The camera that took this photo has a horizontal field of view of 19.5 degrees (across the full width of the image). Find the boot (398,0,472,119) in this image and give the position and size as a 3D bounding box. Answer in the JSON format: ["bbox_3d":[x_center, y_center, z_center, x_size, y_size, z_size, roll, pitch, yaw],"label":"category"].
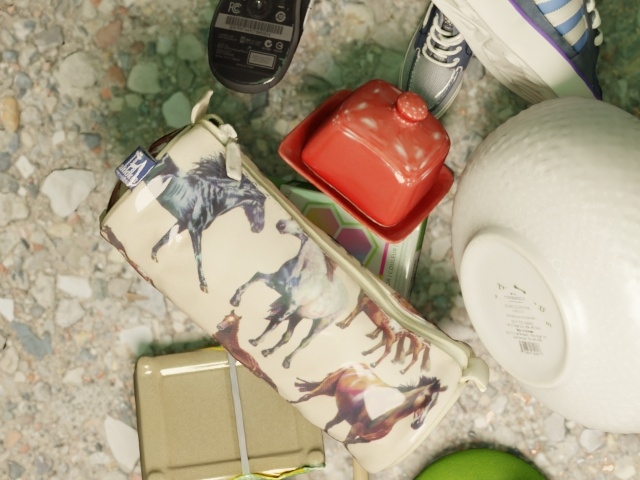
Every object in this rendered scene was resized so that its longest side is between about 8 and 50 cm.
[{"bbox_3d":[0.125,-0.209,1.899,0.069,0.086,0.190,20,98,7],"label":"boot"}]

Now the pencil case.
[{"bbox_3d":[-0.028,0.049,1.846,0.410,0.160,0.183,41,128,2],"label":"pencil case"}]

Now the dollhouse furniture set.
[{"bbox_3d":[-0.088,0.268,1.989,0.197,0.151,0.301,-7,67,0],"label":"dollhouse furniture set"}]

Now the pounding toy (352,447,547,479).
[{"bbox_3d":[0.145,0.306,1.905,0.237,0.110,0.183,5,88,-5],"label":"pounding toy"}]

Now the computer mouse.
[{"bbox_3d":[-0.012,-0.272,1.932,0.184,0.060,0.262,7,85,12],"label":"computer mouse"}]

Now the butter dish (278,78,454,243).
[{"bbox_3d":[0.068,-0.102,1.870,0.160,0.160,0.118,40,132,4],"label":"butter dish"}]

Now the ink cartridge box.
[{"bbox_3d":[0.000,0.000,1.951,0.209,0.062,0.109,13,98,8],"label":"ink cartridge box"}]

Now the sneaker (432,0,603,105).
[{"bbox_3d":[0.236,-0.277,1.809,0.236,0.323,0.130,-54,42,-5],"label":"sneaker"}]

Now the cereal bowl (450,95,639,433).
[{"bbox_3d":[0.236,0.039,1.773,0.141,0.339,0.339,-25,91,-28],"label":"cereal bowl"}]
